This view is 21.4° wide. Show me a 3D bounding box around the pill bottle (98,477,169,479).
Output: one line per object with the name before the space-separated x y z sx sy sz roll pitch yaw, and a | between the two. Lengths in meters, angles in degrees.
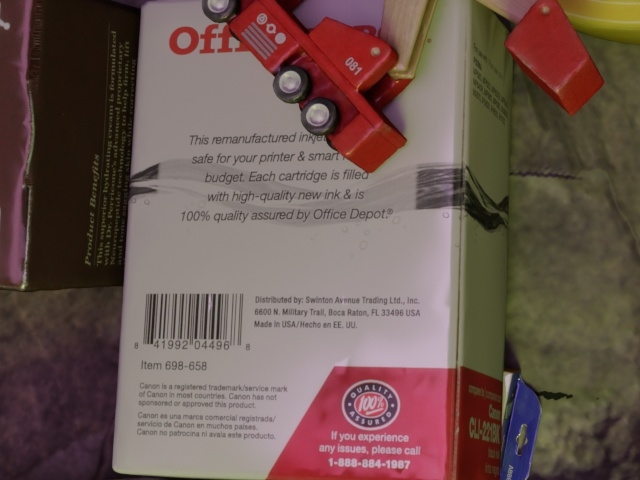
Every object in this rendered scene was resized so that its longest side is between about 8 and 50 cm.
pill bottle | -0.125 0.206 0.993 0.229 0.131 0.131 -9 87 30

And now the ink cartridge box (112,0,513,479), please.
ink cartridge box | 0.000 0.000 0.958 0.197 0.114 0.273 0 82 20

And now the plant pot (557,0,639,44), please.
plant pot | 0.158 -0.235 0.856 0.254 0.239 0.254 0 91 19

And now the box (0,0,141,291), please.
box | -0.192 -0.060 0.999 0.167 0.203 0.168 4 91 20

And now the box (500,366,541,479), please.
box | 0.059 0.105 1.001 0.136 0.028 0.081 11 93 22

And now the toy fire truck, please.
toy fire truck | 0.037 -0.111 0.878 0.135 0.047 0.192 -43 69 7
